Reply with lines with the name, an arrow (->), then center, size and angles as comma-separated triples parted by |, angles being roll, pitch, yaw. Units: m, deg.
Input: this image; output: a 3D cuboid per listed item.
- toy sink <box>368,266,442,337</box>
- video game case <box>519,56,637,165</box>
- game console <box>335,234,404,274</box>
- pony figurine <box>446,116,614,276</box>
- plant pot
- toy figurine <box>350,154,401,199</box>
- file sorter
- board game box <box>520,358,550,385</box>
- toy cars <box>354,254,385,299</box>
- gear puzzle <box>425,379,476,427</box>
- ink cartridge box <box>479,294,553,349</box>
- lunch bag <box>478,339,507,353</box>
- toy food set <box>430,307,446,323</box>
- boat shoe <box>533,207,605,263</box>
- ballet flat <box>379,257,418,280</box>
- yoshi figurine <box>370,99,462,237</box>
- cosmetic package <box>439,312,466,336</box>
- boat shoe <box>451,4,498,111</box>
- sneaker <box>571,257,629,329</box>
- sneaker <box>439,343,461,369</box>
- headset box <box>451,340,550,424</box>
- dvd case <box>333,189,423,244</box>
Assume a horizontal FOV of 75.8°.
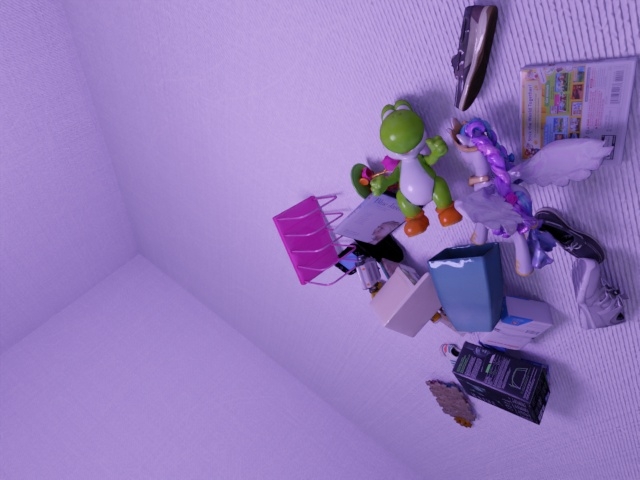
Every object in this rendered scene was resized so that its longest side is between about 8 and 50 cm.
toy sink -> 0.304, 0.184, 1.376 | 0.153, 0.234, 0.131 | 25, -161, -33
video game case -> 0.547, -0.272, 0.897 | 0.207, 0.026, 0.226 | 12, 135, 38
game console -> 0.167, 0.057, 1.610 | 0.213, 0.044, 0.361 | 44, 146, 1
pony figurine -> 0.430, -0.099, 0.946 | 0.363, 0.303, 0.351 | 60, 178, -30
plant pot -> 0.448, 0.144, 1.223 | 0.166, 0.166, 0.233 | -9, 99, 39
toy figurine -> 0.208, -0.195, 1.264 | 0.173, 0.130, 0.159 | 36, 142, -28
file sorter -> 0.000, 0.000, 1.529 | 0.182, 0.202, 0.290 | 1, 119, 52
board game box -> 0.759, 0.465, 1.454 | 0.090, 0.020, 0.089 | 7, 132, 42
toy cars -> 0.211, 0.158, 1.515 | 0.087, 0.176, 0.393 | -18, 144, 11
gear puzzle -> 0.622, 0.752, 1.882 | 0.176, 0.044, 0.338 | -5, 125, 46
ink cartridge box -> 0.609, 0.263, 1.299 | 0.140, 0.082, 0.190 | 12, 143, -2
lunch bag -> 0.611, 0.357, 1.452 | 0.099, 0.065, 0.067 | 34, 144, 14
toy food set -> 0.481, 0.217, 1.384 | 0.104, 0.111, 0.232 | 45, 114, -2
boat shoe -> 0.634, 0.002, 1.057 | 0.206, 0.065, 0.075 | 40, 143, 4
ballet flat -> 0.312, 0.157, 1.506 | 0.315, 0.106, 0.107 | 57, -171, -39
yoshi figurine -> 0.241, -0.194, 1.086 | 0.361, 0.204, 0.203 | 69, 160, -6
cosmetic package -> 0.498, 0.300, 1.528 | 0.115, 0.041, 0.060 | 33, 144, 16
boat shoe -> 0.334, -0.409, 0.929 | 0.074, 0.080, 0.223 | 30, 138, 29
sneaker -> 0.732, 0.134, 1.073 | 0.116, 0.105, 0.281 | -10, 138, 32
sneaker -> 0.553, 0.478, 1.644 | 0.161, 0.057, 0.075 | 49, 151, -2
headset box -> 0.632, 0.500, 1.459 | 0.283, 0.131, 0.246 | 12, 152, 42
dvd case -> 0.185, -0.071, 1.347 | 0.181, 0.022, 0.253 | 16, 142, -27
